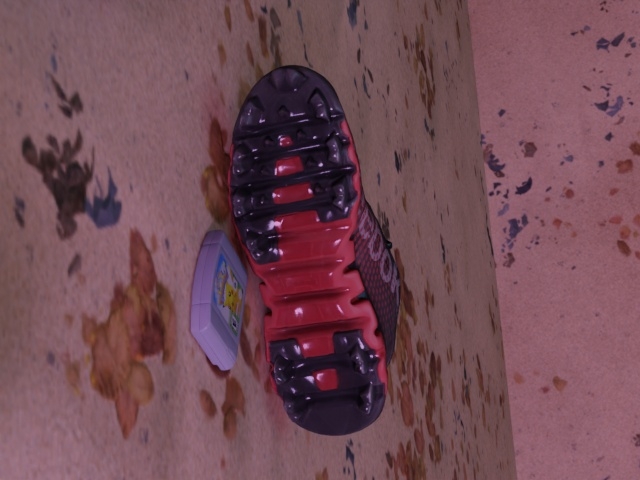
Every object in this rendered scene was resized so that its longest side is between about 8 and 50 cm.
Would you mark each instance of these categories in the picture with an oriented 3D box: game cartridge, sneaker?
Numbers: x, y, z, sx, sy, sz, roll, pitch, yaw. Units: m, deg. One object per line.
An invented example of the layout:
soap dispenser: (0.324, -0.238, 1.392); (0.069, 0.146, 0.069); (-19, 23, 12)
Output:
game cartridge: (-0.067, 0.037, 0.738); (0.056, 0.017, 0.083); (60, 27, -46)
sneaker: (0.000, 0.000, 0.840); (0.135, 0.098, 0.276); (-55, 137, -67)
